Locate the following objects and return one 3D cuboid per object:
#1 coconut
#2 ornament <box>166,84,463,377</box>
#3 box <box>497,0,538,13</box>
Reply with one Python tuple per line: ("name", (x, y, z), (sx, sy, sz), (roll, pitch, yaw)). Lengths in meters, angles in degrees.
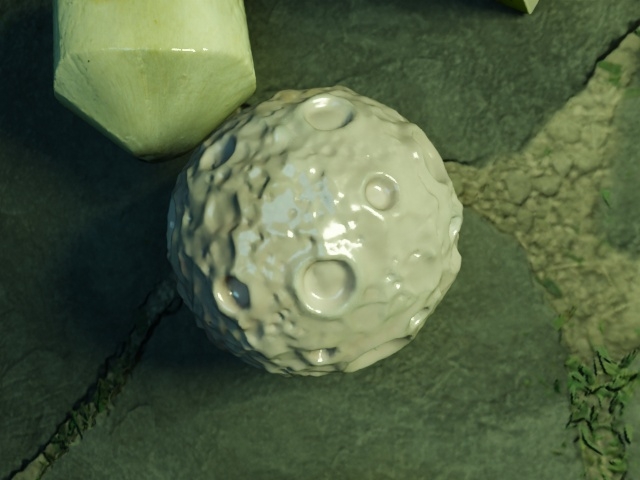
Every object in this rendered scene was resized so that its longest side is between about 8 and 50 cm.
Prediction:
("coconut", (-0.168, -0.188, 0.790), (0.202, 0.202, 0.221), (-11, 81, 21))
("ornament", (0.000, 0.000, 0.685), (0.259, 0.259, 0.225), (-32, 71, 17))
("box", (0.170, -0.312, 0.627), (0.062, 0.260, 0.175), (30, 97, 21))
